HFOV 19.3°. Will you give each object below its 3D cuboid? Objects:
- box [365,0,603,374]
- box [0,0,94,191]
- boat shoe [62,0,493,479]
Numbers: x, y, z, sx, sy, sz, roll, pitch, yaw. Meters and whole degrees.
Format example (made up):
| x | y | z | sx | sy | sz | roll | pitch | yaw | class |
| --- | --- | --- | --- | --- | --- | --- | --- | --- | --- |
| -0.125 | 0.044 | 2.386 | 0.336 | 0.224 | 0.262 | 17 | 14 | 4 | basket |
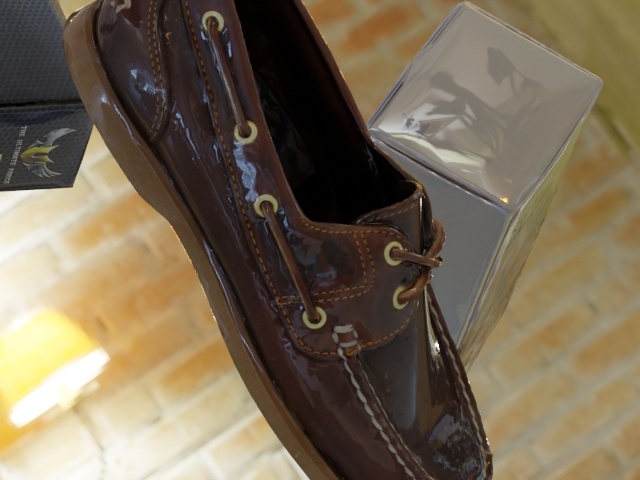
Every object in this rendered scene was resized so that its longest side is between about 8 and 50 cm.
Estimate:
| x | y | z | sx | sy | sz | roll | pitch | yaw | class |
| --- | --- | --- | --- | --- | --- | --- | --- | --- | --- |
| 0.069 | -0.003 | 1.085 | 0.113 | 0.094 | 0.275 | -54 | -11 | -28 | box |
| -0.221 | -0.118 | 0.845 | 0.183 | 0.233 | 0.059 | -3 | -40 | -28 | box |
| 0.000 | 0.000 | 0.588 | 0.073 | 0.207 | 0.073 | -27 | 12 | 29 | boat shoe |
